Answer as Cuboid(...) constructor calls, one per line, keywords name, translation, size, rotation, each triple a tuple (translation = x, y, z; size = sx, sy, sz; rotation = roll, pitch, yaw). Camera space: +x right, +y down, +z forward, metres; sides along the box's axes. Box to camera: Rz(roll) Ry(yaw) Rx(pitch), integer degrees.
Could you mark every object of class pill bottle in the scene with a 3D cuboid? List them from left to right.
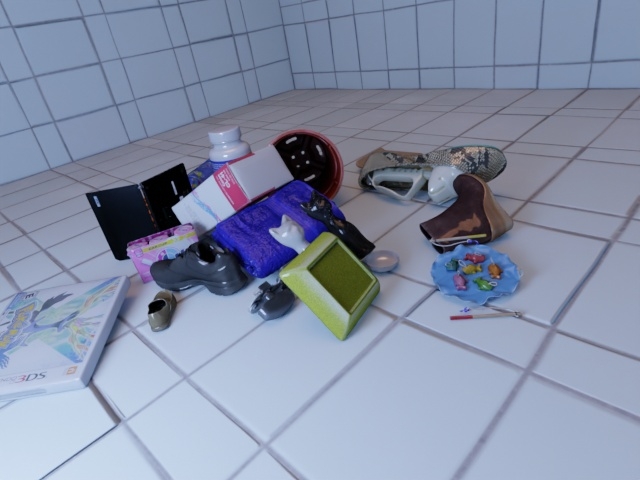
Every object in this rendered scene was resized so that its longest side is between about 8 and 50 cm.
Cuboid(name="pill bottle", translation=(-0.315, -0.272, 1.567), size=(0.152, 0.272, 0.152), rotation=(-8, 29, 4))

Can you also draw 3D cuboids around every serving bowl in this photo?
Cuboid(name="serving bowl", translation=(0.154, 0.054, 1.067), size=(0.083, 0.027, 0.083), rotation=(-8, 29, 4))

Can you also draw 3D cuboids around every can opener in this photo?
Cuboid(name="can opener", translation=(-0.064, 0.097, 1.039), size=(0.093, 0.074, 0.280), rotation=(40, 49, 12))

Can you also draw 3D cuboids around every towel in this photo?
Cuboid(name="towel", translation=(-0.112, -0.046, 1.163), size=(0.308, 0.076, 0.227), rotation=(-36, 52, -28))

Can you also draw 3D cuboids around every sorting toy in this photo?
Cuboid(name="sorting toy", translation=(0.273, -0.306, 1.689), size=(0.208, 0.038, 0.193), rotation=(19, 40, 36))

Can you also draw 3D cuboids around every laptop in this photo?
Cuboid(name="laptop", translation=(-0.528, -0.089, 1.344), size=(0.136, 0.234, 0.264), rotation=(10, 35, 32))

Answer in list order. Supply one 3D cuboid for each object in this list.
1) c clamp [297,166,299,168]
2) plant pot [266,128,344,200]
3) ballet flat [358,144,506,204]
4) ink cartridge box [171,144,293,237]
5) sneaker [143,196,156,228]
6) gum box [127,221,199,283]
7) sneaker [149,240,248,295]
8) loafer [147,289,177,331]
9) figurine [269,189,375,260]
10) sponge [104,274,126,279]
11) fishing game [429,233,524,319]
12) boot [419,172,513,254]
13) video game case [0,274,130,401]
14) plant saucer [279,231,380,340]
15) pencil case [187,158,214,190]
Cuboid(name="c clamp", translation=(-0.146, -0.274, 1.787), size=(0.160, 0.022, 0.137), rotation=(-12, 23, 1))
Cuboid(name="plant pot", translation=(-0.068, -0.260, 1.506), size=(0.272, 0.272, 0.265), rotation=(-10, 20, 0))
Cuboid(name="ballet flat", translation=(0.324, -0.195, 1.372), size=(0.482, 0.164, 0.182), rotation=(8, 54, 41))
Cuboid(name="ink cartridge box", translation=(-0.267, -0.143, 1.309), size=(0.306, 0.131, 0.226), rotation=(-24, 10, 38))
Cuboid(name="sneaker", translation=(-0.627, -0.114, 1.571), size=(0.180, 0.125, 0.321), rotation=(-19, 40, -23))
Cuboid(name="gum box", translation=(-0.436, 0.035, 1.218), size=(0.188, 0.107, 0.062), rotation=(-21, 30, -19))
Cuboid(name="sneaker", translation=(-0.324, 0.059, 1.115), size=(0.286, 0.130, 0.109), rotation=(0, 32, 21))
Cuboid(name="loafer", translation=(-0.380, 0.157, 1.035), size=(0.056, 0.050, 0.148), rotation=(-15, 29, -8))
Cuboid(name="figurine", translation=(0.000, 0.000, 1.025), size=(0.092, 0.209, 0.215), rotation=(-38, 5, 44))
Cuboid(name="sponge", translation=(-0.627, 0.151, 1.149), size=(0.210, 0.031, 0.117), rotation=(-11, 28, -1))
Cuboid(name="fishing game", translation=(0.337, 0.064, 0.943), size=(0.189, 0.041, 0.264), rotation=(-4, 38, 10))
Cuboid(name="boot", translation=(0.355, -0.078, 1.144), size=(0.207, 0.090, 0.248), rotation=(-18, 44, -7))
Cuboid(name="video game case", translation=(-0.628, 0.216, 0.989), size=(0.300, 0.036, 0.329), rotation=(-10, 35, 1))
Cuboid(name="plant saucer", translation=(0.037, 0.081, 0.908), size=(0.045, 0.188, 0.188), rotation=(-43, 0, 45))
Cuboid(name="pencil case", translation=(-0.451, -0.258, 1.749), size=(0.133, 0.119, 0.306), rotation=(-6, 29, 19))
